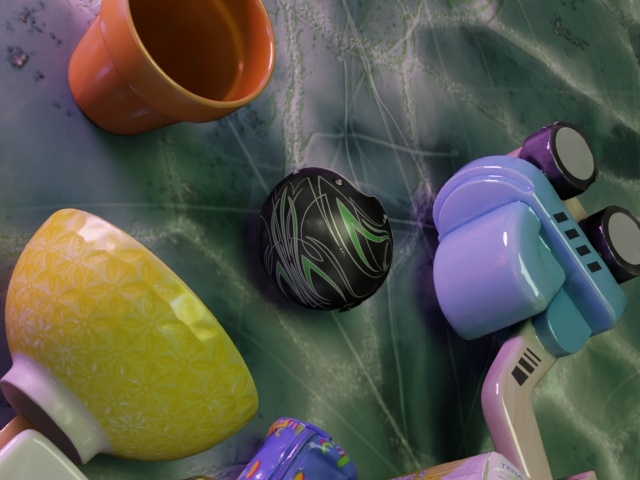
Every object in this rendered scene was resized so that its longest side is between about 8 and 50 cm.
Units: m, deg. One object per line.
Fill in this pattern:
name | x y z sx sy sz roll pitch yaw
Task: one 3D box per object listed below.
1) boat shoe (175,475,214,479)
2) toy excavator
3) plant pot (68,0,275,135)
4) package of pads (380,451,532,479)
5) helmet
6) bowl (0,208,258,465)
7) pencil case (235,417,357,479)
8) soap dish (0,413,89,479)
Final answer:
boat shoe | -0.183 0.304 1.345 0.170 0.059 0.063 -27 97 -25
toy excavator | 0.272 0.120 1.728 0.433 0.222 0.445 55 45 -8
plant pot | -0.188 -0.212 1.475 0.205 0.188 0.205 19 59 -36
package of pads | 0.217 0.387 1.557 0.296 0.229 0.101 41 49 -22
helmet | 0.000 0.000 1.576 0.161 0.169 0.169 25 55 -53
bowl | -0.218 0.126 1.257 0.156 0.289 0.289 -44 104 -26
pencil case | -0.073 0.323 1.389 0.119 0.133 0.306 29 45 11
soap dish | -0.298 0.337 1.166 0.229 0.118 0.291 48 46 -6
